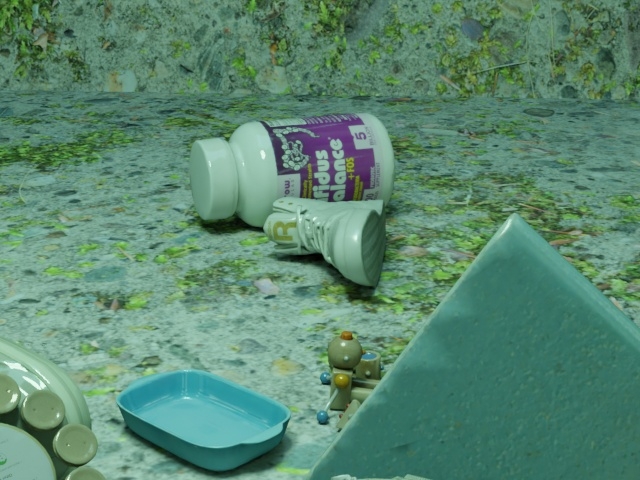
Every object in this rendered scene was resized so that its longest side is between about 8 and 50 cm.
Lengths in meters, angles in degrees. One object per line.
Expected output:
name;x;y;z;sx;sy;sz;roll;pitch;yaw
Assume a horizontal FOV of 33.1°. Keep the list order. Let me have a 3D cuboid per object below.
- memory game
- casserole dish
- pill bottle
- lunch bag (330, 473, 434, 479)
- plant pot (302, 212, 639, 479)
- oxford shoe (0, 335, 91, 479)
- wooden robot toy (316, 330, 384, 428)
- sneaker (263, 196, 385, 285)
memory game;-0.254;0.188;0.836;0.186;0.012;0.186;18;49;-23
casserole dish;-0.114;0.174;1.039;0.188;0.037;0.114;15;23;41
pill bottle;-0.048;-0.110;1.709;0.302;0.169;0.169;-8;19;-21
lunch bag;0.002;0.261;0.402;0.213;0.256;0.305;6;18;19
plant pot;0.135;0.166;0.654;0.252;0.248;0.247;39;1;8
oxford shoe;-0.415;0.128;0.991;0.449;0.169;0.130;16;25;28
wooden robot toy;0.036;0.127;1.111;0.076;0.079;0.173;0;18;2
sneaker;0.000;0.000;1.491;0.169;0.108;0.292;0;8;7
